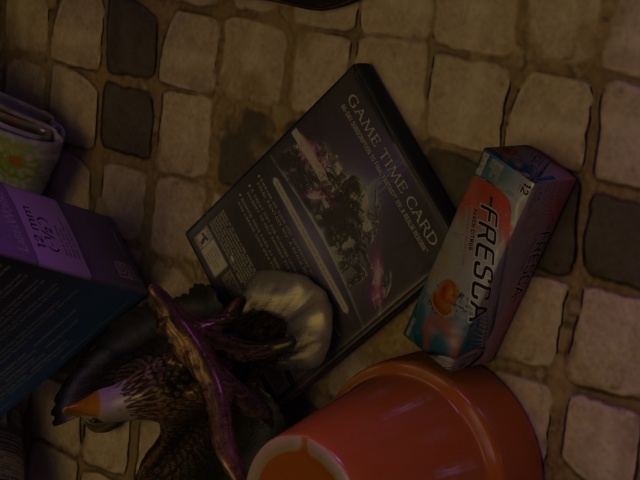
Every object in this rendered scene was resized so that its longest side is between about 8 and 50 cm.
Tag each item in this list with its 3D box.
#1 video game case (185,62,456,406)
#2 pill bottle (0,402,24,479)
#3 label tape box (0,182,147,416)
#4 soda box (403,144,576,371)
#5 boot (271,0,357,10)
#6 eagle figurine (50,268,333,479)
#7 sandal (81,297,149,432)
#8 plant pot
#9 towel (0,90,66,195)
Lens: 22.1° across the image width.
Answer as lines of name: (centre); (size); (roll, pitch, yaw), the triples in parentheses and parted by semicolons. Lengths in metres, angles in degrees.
video game case: (0.000, 0.000, 1.475); (0.274, 0.026, 0.196); (-42, 68, 36)
pill bottle: (-0.371, 0.253, 1.752); (0.108, 0.108, 0.180); (-32, 55, 40)
label tape box: (-0.373, 0.053, 1.556); (0.249, 0.347, 0.115); (-39, 59, 20)
soda box: (0.136, 0.014, 1.328); (0.058, 0.063, 0.183); (38, 119, 33)
boot: (-0.040, -0.240, 1.422); (0.219, 0.106, 0.082); (1, 97, 42)
eagle figurine: (-0.132, 0.145, 1.503); (0.298, 0.225, 0.226); (116, 172, -63)
sandal: (-0.207, 0.125, 1.659); (0.072, 0.049, 0.180); (53, 126, 23)
plant pot: (0.047, 0.205, 1.349); (0.205, 0.188, 0.205); (7, 100, 41)
towel: (-0.477, -0.044, 1.729); (0.320, 0.090, 0.374); (26, 122, -12)
